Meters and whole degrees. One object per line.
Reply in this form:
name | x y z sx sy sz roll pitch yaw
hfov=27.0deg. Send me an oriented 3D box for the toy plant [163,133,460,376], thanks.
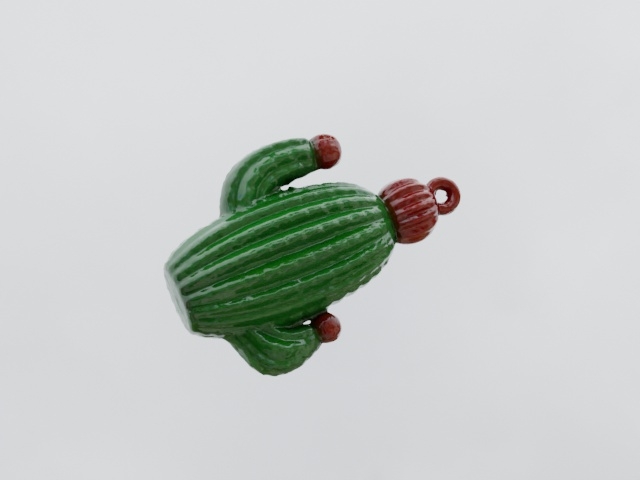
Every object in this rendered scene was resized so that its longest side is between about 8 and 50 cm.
toy plant | -0.013 -0.006 1.059 0.240 0.154 0.088 -47 0 -17
